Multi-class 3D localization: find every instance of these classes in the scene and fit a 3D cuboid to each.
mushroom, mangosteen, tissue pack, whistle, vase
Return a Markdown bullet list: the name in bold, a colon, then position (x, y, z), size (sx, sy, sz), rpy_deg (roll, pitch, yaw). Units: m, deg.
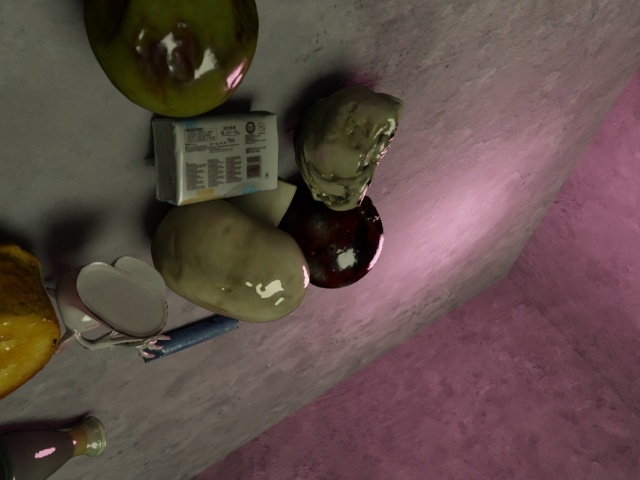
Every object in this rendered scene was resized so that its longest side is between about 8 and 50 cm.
- **mushroom**: position (-0.185, 0.022, 1.301), size (0.353, 0.353, 0.325), rpy_deg (-49, 168, 21)
- **mangosteen**: position (0.010, -0.014, 1.535), size (0.311, 0.311, 0.311), rpy_deg (-30, 153, -17)
- **tissue pack**: position (-0.214, -0.170, 1.167), size (0.229, 0.145, 0.159), rpy_deg (-16, 114, -40)
- **whistle**: position (-0.383, 0.282, 1.757), size (0.304, 0.062, 0.062), rpy_deg (-17, 148, -37)
- **vase**: position (-0.765, 0.591, 1.669), size (0.173, 0.173, 0.321), rpy_deg (-49, 158, 23)

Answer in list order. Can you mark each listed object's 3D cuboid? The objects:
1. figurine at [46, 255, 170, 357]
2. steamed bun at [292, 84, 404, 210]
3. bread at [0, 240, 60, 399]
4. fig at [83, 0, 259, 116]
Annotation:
- **figurine**: position (-0.418, 0.147, 1.228), size (0.284, 0.207, 0.315), rpy_deg (2, 169, -42)
- **steamed bun**: position (0.045, -0.222, 1.335), size (0.268, 0.207, 0.280), rpy_deg (-64, 178, 25)
- **bread**: position (-0.653, 0.163, 1.036), size (0.398, 0.215, 0.398), rpy_deg (-34, 159, -14)
- **fig**: position (-0.212, -0.293, 0.851), size (0.239, 0.239, 0.271), rpy_deg (-26, -177, -23)
